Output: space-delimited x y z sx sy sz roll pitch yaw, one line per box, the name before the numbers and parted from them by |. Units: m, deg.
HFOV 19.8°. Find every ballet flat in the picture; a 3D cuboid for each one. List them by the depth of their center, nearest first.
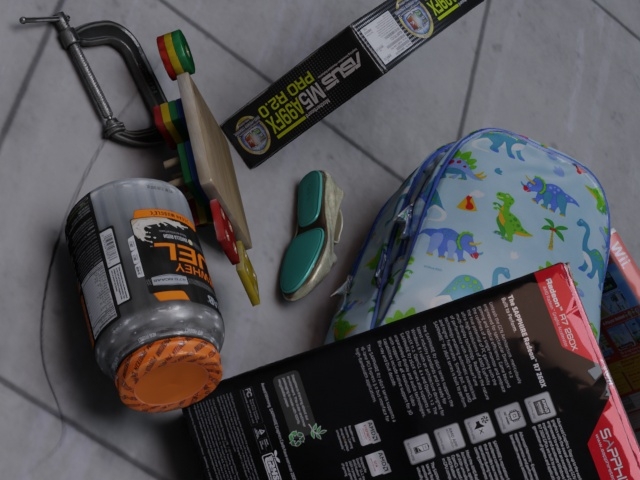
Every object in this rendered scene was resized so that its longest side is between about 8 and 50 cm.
ballet flat | 0.000 0.000 1.859 0.052 0.057 0.168 40 44 -33

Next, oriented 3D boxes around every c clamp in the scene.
c clamp | -0.210 -0.156 1.779 0.137 0.022 0.160 -25 84 -53

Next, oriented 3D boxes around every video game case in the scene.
video game case | 0.333 0.136 1.986 0.025 0.204 0.285 -30 89 -26

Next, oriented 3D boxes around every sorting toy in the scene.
sorting toy | -0.115 -0.062 1.758 0.132 0.046 0.274 61 12 -57

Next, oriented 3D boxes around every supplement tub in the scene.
supplement tub | -0.152 0.049 1.612 0.117 0.117 0.190 12 45 -39

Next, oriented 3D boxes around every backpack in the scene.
backpack | 0.160 0.060 1.847 0.290 0.273 0.355 22 36 -3

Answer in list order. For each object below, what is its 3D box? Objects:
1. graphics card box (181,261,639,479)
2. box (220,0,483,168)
graphics card box | 0.083 0.190 1.625 0.094 0.371 0.232 75 -5 -77
box | 0.048 -0.195 1.897 0.060 0.216 0.270 54 41 -3
